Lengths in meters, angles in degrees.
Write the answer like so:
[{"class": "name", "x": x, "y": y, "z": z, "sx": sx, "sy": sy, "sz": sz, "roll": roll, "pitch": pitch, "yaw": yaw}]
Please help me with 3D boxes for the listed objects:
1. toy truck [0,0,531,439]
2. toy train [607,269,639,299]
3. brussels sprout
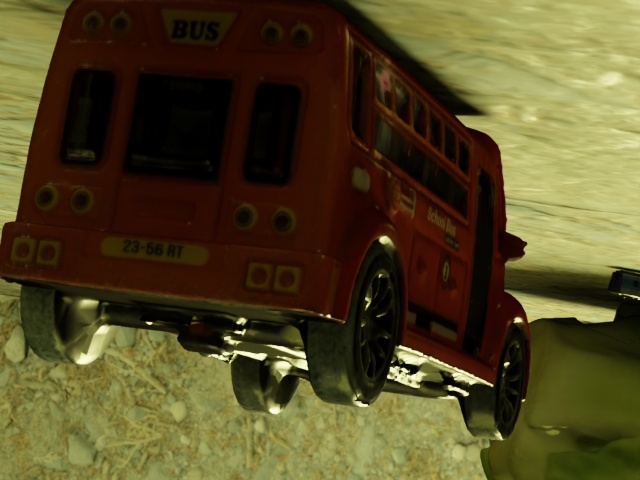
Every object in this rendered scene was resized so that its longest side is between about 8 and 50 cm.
[{"class": "toy truck", "x": 0.000, "y": 0.000, "z": 0.606, "sx": 0.107, "sy": 0.114, "sz": 0.252, "roll": 5, "pitch": 173, "yaw": 20}, {"class": "toy train", "x": 0.221, "y": 0.033, "z": 1.155, "sx": 0.083, "sy": 0.017, "sz": 0.017, "roll": 11, "pitch": 177, "yaw": -22}, {"class": "brussels sprout", "x": 0.282, "y": 0.169, "z": 1.387, "sx": 0.328, "sy": 0.247, "sz": 0.328, "roll": 12, "pitch": 160, "yaw": 5}]
